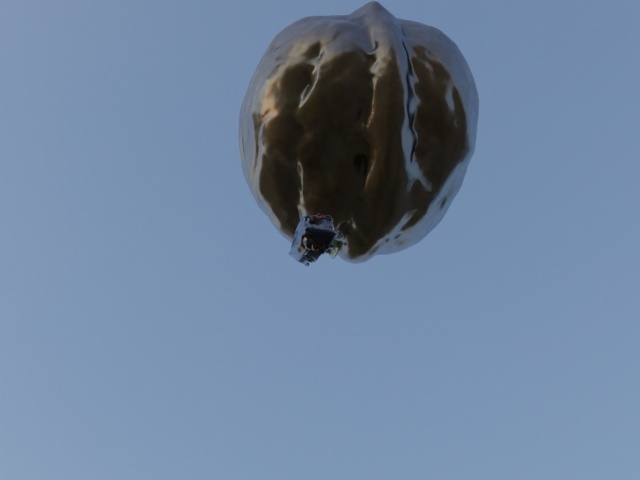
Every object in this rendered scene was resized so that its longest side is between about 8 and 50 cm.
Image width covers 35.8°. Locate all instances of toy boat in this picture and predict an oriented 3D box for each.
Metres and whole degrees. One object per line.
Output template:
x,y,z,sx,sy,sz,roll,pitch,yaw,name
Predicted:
0.000,0.000,0.702,0.038,0.083,0.038,1,-97,-9,toy boat

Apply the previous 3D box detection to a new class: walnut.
0.034,-0.095,0.863,0.224,0.224,0.224,1,-59,1,walnut
